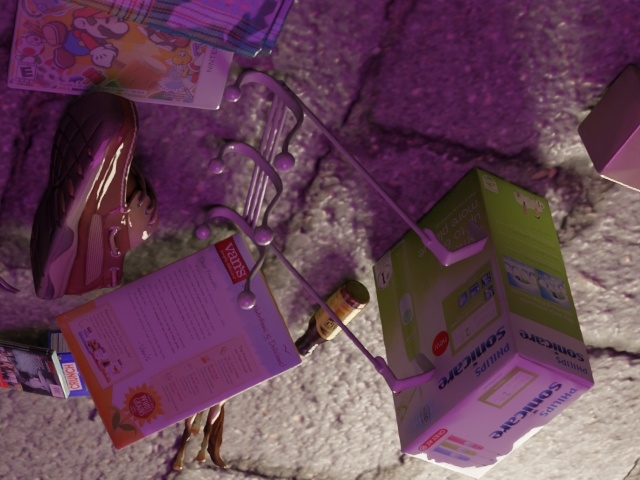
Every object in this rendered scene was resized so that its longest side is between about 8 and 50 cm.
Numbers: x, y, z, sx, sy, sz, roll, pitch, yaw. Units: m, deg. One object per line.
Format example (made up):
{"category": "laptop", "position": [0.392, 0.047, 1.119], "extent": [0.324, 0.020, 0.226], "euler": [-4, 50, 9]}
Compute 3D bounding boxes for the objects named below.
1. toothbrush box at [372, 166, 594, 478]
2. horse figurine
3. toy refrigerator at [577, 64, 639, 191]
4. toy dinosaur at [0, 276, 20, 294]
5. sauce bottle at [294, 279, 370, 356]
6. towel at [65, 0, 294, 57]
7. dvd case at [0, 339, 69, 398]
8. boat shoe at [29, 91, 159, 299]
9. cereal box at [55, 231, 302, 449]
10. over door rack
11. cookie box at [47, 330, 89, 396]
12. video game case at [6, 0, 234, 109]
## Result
{"category": "toothbrush box", "position": [0.180, 0.094, 1.849], "extent": [0.122, 0.283, 0.206], "euler": [21, 131, -29]}
{"category": "horse figurine", "position": [-0.140, 0.183, 2.014], "extent": [0.066, 0.174, 0.263], "euler": [13, 147, 8]}
{"category": "toy refrigerator", "position": [0.433, -0.097, 1.822], "extent": [0.269, 0.094, 0.102], "euler": [18, 125, -27]}
{"category": "toy dinosaur", "position": [-0.476, -0.028, 1.762], "extent": [0.160, 0.121, 0.313], "euler": [-27, 132, 3]}
{"category": "sauce bottle", "position": [0.012, 0.100, 2.011], "extent": [0.042, 0.042, 0.128], "euler": [18, 132, -26]}
{"category": "towel", "position": [-0.168, -0.322, 1.491], "extent": [0.370, 0.040, 0.271], "euler": [14, 126, -21]}
{"category": "dvd case", "position": [-0.376, 0.157, 2.000], "extent": [0.119, 0.013, 0.087], "euler": [9, 138, 17]}
{"category": "boat shoe", "position": [-0.236, -0.048, 1.760], "extent": [0.116, 0.123, 0.324], "euler": [3, 148, -20]}
{"category": "cereal box", "position": [-0.163, 0.116, 1.871], "extent": [0.240, 0.173, 0.047], "euler": [-24, 177, -6]}
{"category": "over door rack", "position": [0.000, 0.000, 1.719], "extent": [0.108, 0.324, 0.239], "euler": [-36, 156, -38]}
{"category": "cookie box", "position": [-0.286, 0.154, 2.024], "extent": [0.107, 0.040, 0.092], "euler": [-3, 139, -4]}
{"category": "video game case", "position": [-0.194, -0.224, 1.630], "extent": [0.227, 0.026, 0.206], "euler": [5, 136, -14]}
